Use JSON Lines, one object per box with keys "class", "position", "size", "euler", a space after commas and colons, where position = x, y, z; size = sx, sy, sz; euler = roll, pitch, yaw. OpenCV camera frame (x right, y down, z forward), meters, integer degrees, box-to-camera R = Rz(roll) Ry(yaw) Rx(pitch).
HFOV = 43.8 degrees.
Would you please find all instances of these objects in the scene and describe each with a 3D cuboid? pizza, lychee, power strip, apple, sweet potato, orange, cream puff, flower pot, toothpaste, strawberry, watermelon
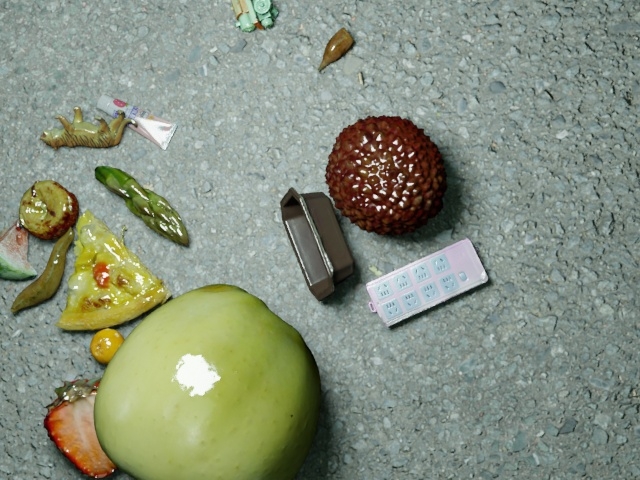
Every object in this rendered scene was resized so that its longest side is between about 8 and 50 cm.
{"class": "pizza", "position": [-0.523, 0.067, 1.866], "size": [0.279, 0.075, 0.288], "euler": [-25, 82, 3]}
{"class": "lychee", "position": [0.140, -0.143, 1.723], "size": [0.264, 0.300, 0.264], "euler": [-10, 122, -16]}
{"class": "power strip", "position": [0.237, 0.095, 1.786], "size": [0.278, 0.037, 0.109], "euler": [-25, 81, 4]}
{"class": "apple", "position": [-0.219, 0.321, 1.627], "size": [0.473, 0.473, 0.474], "euler": [-1, 84, 7]}
{"class": "sweet potato", "position": [0.031, -0.443, 1.867], "size": [0.049, 0.049, 0.117], "euler": [42, 101, 9]}
{"class": "orange", "position": [-0.493, 0.246, 1.846], "size": [0.083, 0.070, 0.083], "euler": [-1, 85, 12]}
{"class": "cream puff", "position": [-0.641, -0.072, 1.890], "size": [0.149, 0.084, 0.149], "euler": [-2, 80, 12]}
{"class": "flower pot", "position": [0.000, 0.000, 1.774], "size": [0.084, 0.179, 0.251], "euler": [-19, 82, -20]}
{"class": "sweet potato", "position": [-0.638, 0.082, 1.878], "size": [0.069, 0.059, 0.249], "euler": [39, 100, 6]}
{"class": "toothpaste", "position": [-0.444, -0.291, 1.912], "size": [0.194, 0.043, 0.067], "euler": [27, 91, 4]}
{"class": "strawberry", "position": [-0.522, 0.420, 1.824], "size": [0.190, 0.111, 0.237], "euler": [-11, 106, -5]}
{"class": "watermelon", "position": [-0.756, 0.016, 1.887], "size": [0.097, 0.121, 0.158], "euler": [-13, 78, 27]}

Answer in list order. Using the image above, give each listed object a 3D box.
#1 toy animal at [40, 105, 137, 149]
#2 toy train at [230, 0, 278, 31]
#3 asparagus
{"class": "toy animal", "position": [-0.555, -0.266, 1.904], "size": [0.241, 0.057, 0.099], "euler": [2, 129, 1]}
{"class": "toy train", "position": [-0.175, -0.578, 1.893], "size": [0.118, 0.074, 0.176], "euler": [-19, 83, 12]}
{"class": "asparagus", "position": [-0.408, -0.085, 1.869], "size": [0.287, 0.080, 0.080], "euler": [41, 90, 12]}
